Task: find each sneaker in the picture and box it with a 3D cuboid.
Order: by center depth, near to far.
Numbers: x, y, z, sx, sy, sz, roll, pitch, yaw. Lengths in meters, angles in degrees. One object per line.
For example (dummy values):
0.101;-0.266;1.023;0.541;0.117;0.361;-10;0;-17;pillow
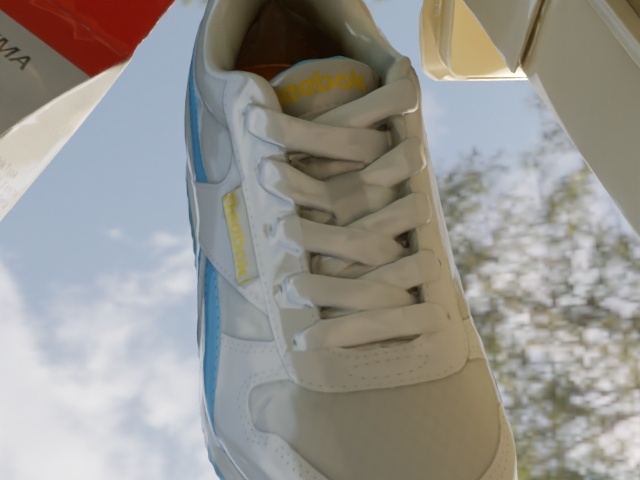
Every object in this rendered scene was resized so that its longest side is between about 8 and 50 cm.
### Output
0.000;0.000;0.471;0.087;0.092;0.229;-8;-134;-14;sneaker

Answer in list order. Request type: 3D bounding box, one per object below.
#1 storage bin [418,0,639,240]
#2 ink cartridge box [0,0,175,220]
0.191;-0.024;0.480;0.260;0.123;0.262;-3;-138;-21;storage bin
-0.263;-0.150;0.846;0.308;0.091;0.385;37;-95;15;ink cartridge box
